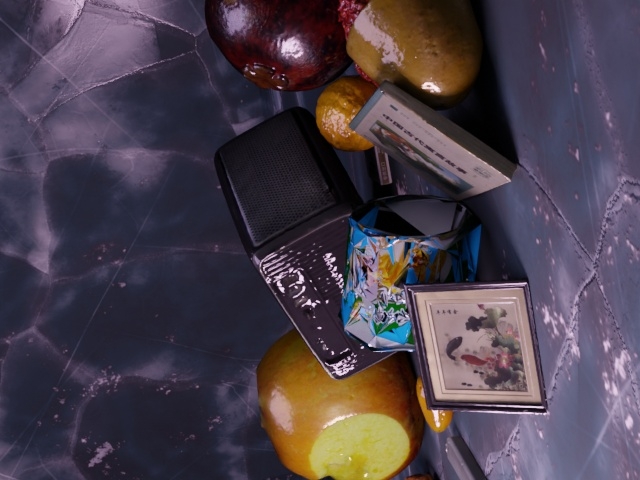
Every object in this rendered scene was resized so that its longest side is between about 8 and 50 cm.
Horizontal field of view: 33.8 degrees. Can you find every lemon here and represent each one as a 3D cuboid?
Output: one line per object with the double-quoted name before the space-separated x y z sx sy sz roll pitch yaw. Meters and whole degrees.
"lemon" 0.063 -0.232 1.922 0.187 0.142 0.142 -165 63 -73

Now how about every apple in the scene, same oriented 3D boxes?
"apple" 0.037 0.355 2.263 0.374 0.374 0.384 -172 70 -81

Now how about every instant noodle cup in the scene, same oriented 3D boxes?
"instant noodle cup" 0.136 0.041 1.615 0.240 0.240 0.178 -121 26 -65

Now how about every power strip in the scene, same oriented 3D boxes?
"power strip" 0.275 0.435 1.863 0.253 0.027 0.060 -119 20 -62

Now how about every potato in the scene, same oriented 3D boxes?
"potato" 0.143 -0.247 1.391 0.158 0.178 0.203 59 144 13

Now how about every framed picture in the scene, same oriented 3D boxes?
"framed picture" 0.217 0.148 1.477 0.010 0.195 0.200 -26 -72 -54

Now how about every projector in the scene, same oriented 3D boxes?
"projector" 0.000 0.000 2.054 0.395 0.242 0.405 60 -177 -38

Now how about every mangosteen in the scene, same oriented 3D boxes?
"mangosteen" -0.051 -0.450 1.933 0.306 0.306 0.360 121 164 -78

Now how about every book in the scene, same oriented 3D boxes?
"book" 0.147 -0.132 1.475 0.214 0.025 0.282 33 173 -2

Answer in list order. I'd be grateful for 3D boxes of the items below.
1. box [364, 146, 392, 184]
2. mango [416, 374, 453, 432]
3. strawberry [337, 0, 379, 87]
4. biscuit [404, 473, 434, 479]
"box" 0.101 -0.214 2.078 0.109 0.029 0.198 -133 31 -73
"mango" 0.214 0.299 1.959 0.080 0.060 0.114 113 140 -80
"strawberry" 0.087 -0.341 1.739 0.286 0.106 0.188 93 165 -61
"biscuit" 0.248 0.598 2.210 0.334 0.047 0.202 -138 37 -72
